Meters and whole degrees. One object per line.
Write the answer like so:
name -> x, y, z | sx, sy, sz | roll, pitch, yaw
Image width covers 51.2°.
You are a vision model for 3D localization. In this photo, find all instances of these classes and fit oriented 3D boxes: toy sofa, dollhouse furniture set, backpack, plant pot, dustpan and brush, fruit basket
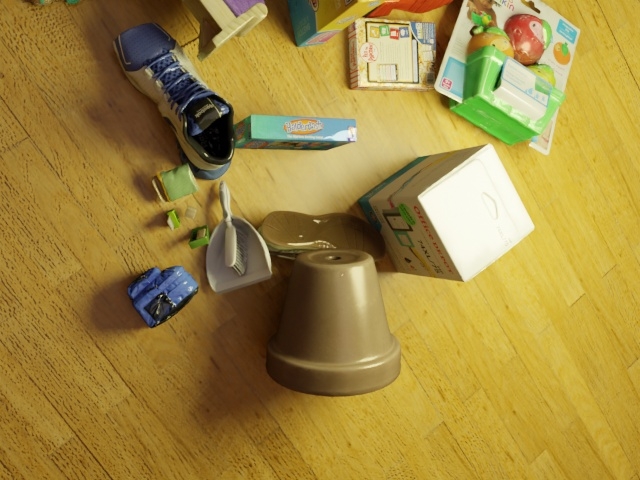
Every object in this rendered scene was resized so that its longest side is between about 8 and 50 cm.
toy sofa -> -0.241, -0.512, 1.159 | 0.177, 0.150, 0.362 | -42, 106, -14
dollhouse furniture set -> -0.260, -0.062, 1.267 | 0.076, 0.058, 0.151 | -19, 115, 3
backpack -> -0.296, 0.096, 1.258 | 0.120, 0.098, 0.101 | -38, 100, -15
plant pot -> 0.024, 0.139, 1.280 | 0.263, 0.263, 0.229 | -6, 103, -21
dustpan and brush -> -0.173, -0.015, 1.307 | 0.060, 0.147, 0.211 | 28, 50, -52
fruit basket -> 0.440, -0.414, 1.500 | 0.327, 0.165, 0.353 | 27, 79, -20

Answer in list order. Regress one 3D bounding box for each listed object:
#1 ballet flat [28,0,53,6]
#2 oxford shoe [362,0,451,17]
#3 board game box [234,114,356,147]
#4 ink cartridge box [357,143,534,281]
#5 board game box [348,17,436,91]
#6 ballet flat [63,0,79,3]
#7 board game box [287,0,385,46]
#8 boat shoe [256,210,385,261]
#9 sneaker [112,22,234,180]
ballet flat -> -0.512, -0.521, 1.173 | 0.073, 0.067, 0.206 | -19, 98, -19
oxford shoe -> 0.193, -0.549, 1.437 | 0.271, 0.097, 0.098 | -13, 85, -24
board game box -> -0.057, -0.209, 1.310 | 0.210, 0.160, 0.047 | -2, 92, -22
ink cartridge box -> 0.250, -0.055, 1.374 | 0.197, 0.270, 0.198 | -35, 103, -17
board game box -> 0.158, -0.401, 1.450 | 0.193, 0.045, 0.146 | -3, 93, -21
ballet flat -> -0.419, -0.482, 1.168 | 0.057, 0.168, 0.052 | -28, 88, -52
board game box -> 0.010, -0.519, 1.244 | 0.064, 0.316, 0.242 | -15, 96, -20
boat shoe -> 0.000, 0.000, 1.387 | 0.285, 0.089, 0.104 | 11, 61, -24
sneaker -> -0.240, -0.262, 1.225 | 0.127, 0.182, 0.315 | -35, 103, -19
